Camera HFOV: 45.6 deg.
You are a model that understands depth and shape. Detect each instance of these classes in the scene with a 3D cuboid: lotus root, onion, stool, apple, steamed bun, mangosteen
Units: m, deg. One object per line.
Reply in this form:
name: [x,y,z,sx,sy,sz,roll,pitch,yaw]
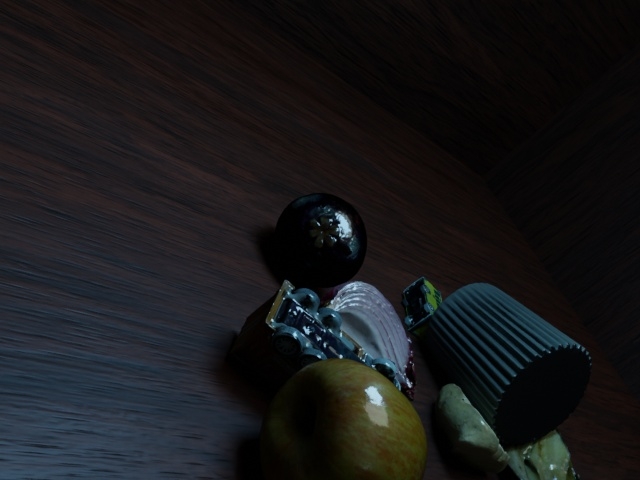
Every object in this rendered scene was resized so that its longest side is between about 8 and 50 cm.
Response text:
lotus root: [0.531,0.556,1.897,0.210,0.142,0.314,7,33,0]
onion: [0.080,0.232,1.562,0.283,0.120,0.227,48,62,-9]
stool: [0.453,0.293,1.914,0.297,0.297,0.330,30,10,-38]
apple: [0.043,0.324,1.189,0.264,0.264,0.264,39,23,-21]
steamed bun: [0.328,0.436,1.725,0.231,0.110,0.212,52,-1,18]
mangosteen: [0.000,0.000,1.746,0.243,0.243,0.243,39,23,-21]

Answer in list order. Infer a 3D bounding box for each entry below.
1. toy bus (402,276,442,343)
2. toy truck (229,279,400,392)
toy bus: [0.288,0.193,2.101,0.101,0.088,0.175,40,25,-22]
toy truck: [-0.008,0.232,1.373,0.305,0.162,0.136,43,34,-14]
